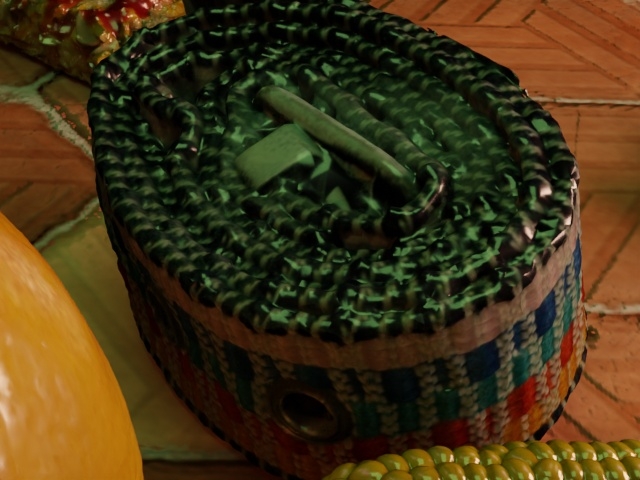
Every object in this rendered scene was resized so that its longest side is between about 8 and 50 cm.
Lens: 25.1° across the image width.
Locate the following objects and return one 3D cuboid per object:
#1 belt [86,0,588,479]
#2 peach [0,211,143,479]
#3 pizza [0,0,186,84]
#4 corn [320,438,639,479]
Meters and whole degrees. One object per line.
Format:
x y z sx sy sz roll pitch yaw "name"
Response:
0.000 0.000 0.733 0.207 0.160 0.295 -39 49 -23 "belt"
-0.203 0.073 0.454 0.289 0.308 0.289 -9 27 5 "peach"
-0.174 -0.171 1.051 0.199 0.062 0.188 6 32 6 "pizza"
0.129 0.131 0.591 0.305 0.106 0.106 -3 34 -10 "corn"
